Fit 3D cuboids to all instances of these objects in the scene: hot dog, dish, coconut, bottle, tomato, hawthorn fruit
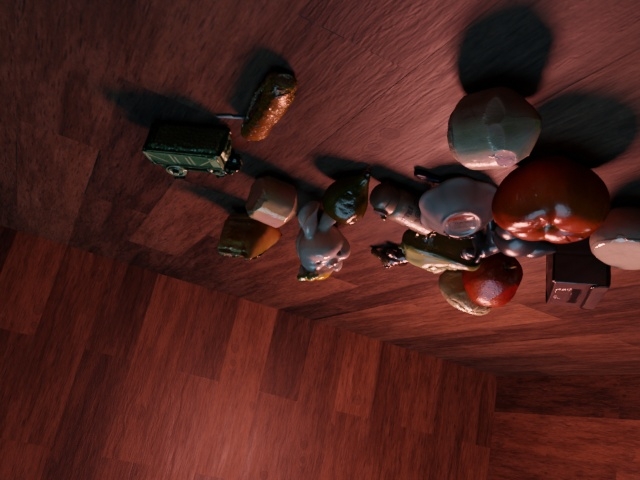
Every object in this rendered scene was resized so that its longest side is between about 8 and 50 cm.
[{"bbox_3d":[-0.126,-0.302,1.393,0.083,0.068,0.289,11,161,-17],"label":"hot dog"},{"bbox_3d":[0.379,-0.067,1.616,0.230,0.081,0.229,1,140,1],"label":"dish"},{"bbox_3d":[0.354,-0.220,1.188,0.183,0.170,0.171,-1,157,41],"label":"coconut"},{"bbox_3d":[0.234,-0.089,1.709,0.209,0.109,0.097,22,170,-27],"label":"bottle"},{"bbox_3d":[0.537,-0.095,1.399,0.260,0.179,0.260,11,164,3],"label":"tomato"},{"bbox_3d":[0.579,0.114,1.970,0.197,0.196,0.225,17,154,-13],"label":"hawthorn fruit"},{"bbox_3d":[-0.138,-0.115,1.819,0.153,0.147,0.147,21,160,-28],"label":"coconut"}]

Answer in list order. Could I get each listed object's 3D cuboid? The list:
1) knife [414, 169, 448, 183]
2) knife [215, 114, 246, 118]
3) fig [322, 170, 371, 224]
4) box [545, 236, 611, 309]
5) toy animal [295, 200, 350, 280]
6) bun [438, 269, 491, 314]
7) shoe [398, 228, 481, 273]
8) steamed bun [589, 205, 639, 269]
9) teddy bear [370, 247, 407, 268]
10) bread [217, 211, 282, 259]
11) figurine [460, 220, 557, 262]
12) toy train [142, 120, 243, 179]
[{"bbox_3d":[0.306,-0.165,1.592,0.121,0.018,0.031,13,163,-6],"label":"knife"},{"bbox_3d":[-0.224,-0.313,1.512,0.091,0.005,0.014,6,161,20],"label":"knife"},{"bbox_3d":[0.094,-0.134,1.705,0.133,0.185,0.126,42,-159,-1],"label":"fig"},{"bbox_3d":[0.758,0.083,1.776,0.153,0.188,0.252,4,162,17],"label":"box"},{"bbox_3d":[0.004,0.006,1.964,0.183,0.247,0.310,-5,176,0],"label":"toy animal"},{"bbox_3d":[0.533,0.163,2.140,0.221,0.220,0.134,18,127,-17],"label":"bun"},{"bbox_3d":[0.389,0.031,1.939,0.263,0.139,0.128,16,152,5],"label":"shoe"},{"bbox_3d":[0.798,-0.012,1.547,0.177,0.130,0.228,-2,156,37],"label":"steamed bun"},{"bbox_3d":[0.261,0.069,2.195,0.161,0.077,0.119,-5,151,44],"label":"teddy bear"},{"bbox_3d":[-0.252,-0.044,2.122,0.175,0.251,0.132,5,117,24],"label":"bread"},{"bbox_3d":[0.515,-0.006,1.741,0.265,0.140,0.193,-28,122,30],"label":"figurine"},{"bbox_3d":[-0.348,-0.244,1.636,0.270,0.115,0.154,7,152,15],"label":"toy train"}]
